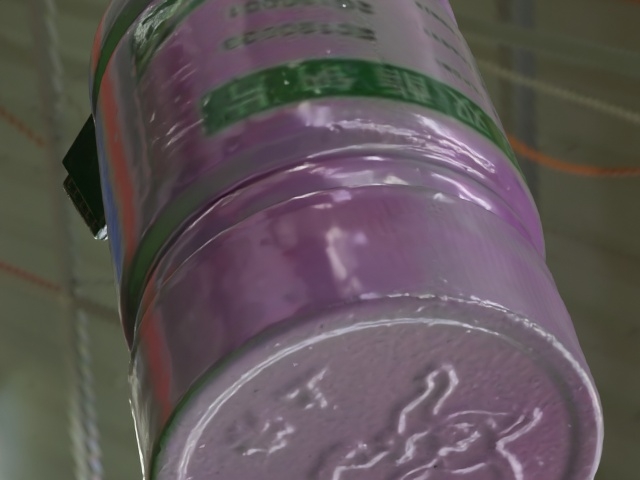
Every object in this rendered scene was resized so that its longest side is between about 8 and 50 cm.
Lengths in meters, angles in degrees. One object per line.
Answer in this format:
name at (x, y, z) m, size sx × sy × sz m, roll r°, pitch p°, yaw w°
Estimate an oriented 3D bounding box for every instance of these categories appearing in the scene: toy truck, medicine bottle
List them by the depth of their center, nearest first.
medicine bottle at (0.000, 0.000, 0.967) m, size 0.325 × 0.212 × 0.212 m, roll -104°, pitch -159°, yaw -50°
toy truck at (-0.127, -0.054, 1.356) m, size 0.065 × 0.079 × 0.147 m, roll 58°, pitch -33°, yaw 10°
